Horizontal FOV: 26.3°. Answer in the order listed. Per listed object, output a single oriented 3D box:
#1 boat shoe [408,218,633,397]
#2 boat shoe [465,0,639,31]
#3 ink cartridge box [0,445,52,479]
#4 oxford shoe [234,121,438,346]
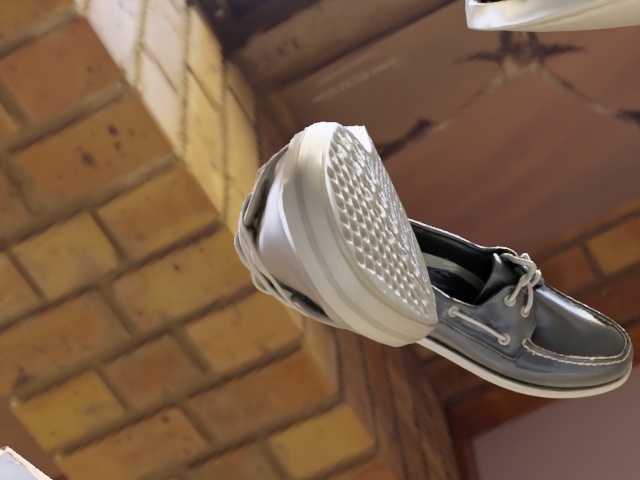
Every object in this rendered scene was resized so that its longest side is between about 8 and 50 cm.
[{"bbox_3d":[0.164,0.059,1.315,0.116,0.320,0.099,-76,-173,-47],"label":"boat shoe"},{"bbox_3d":[0.111,-0.138,0.590,0.109,0.091,0.305,-5,-171,0],"label":"boat shoe"},{"bbox_3d":[-0.295,0.367,1.326,0.114,0.272,0.197,-16,-158,-34],"label":"ink cartridge box"},{"bbox_3d":[0.000,0.000,1.016,0.130,0.169,0.449,-23,-173,4],"label":"oxford shoe"}]
